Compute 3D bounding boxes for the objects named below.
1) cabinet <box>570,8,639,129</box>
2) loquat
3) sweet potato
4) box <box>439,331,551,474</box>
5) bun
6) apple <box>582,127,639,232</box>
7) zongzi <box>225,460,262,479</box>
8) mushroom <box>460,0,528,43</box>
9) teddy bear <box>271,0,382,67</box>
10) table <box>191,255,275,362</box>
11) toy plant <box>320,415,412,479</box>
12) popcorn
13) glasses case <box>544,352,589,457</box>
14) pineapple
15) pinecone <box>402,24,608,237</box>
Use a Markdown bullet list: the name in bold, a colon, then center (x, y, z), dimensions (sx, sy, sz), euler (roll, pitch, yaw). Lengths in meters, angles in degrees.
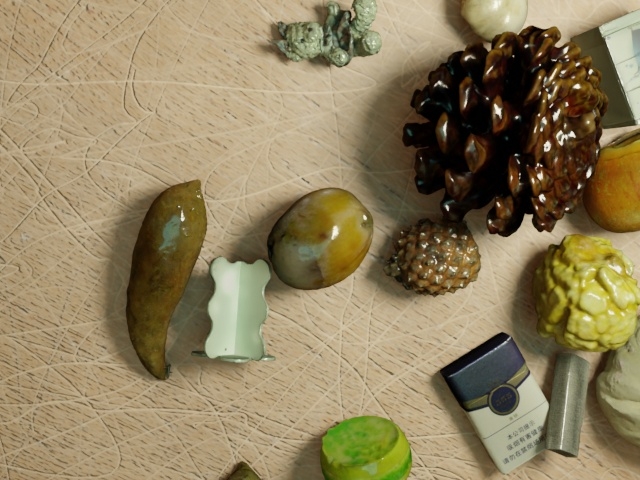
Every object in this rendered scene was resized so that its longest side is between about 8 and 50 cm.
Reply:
- **cabinet**: center (0.632, -0.351, 1.564), dimensions (0.145, 0.150, 0.206), euler (-24, 97, -3)
- **loquat**: center (0.000, 0.000, 1.514), dimensions (0.227, 0.179, 0.179), euler (-41, 99, -18)
- **sweet potato**: center (-0.312, 0.079, 1.526), dimensions (0.130, 0.130, 0.423), euler (12, 101, -7)
- **box**: center (0.386, 0.343, 1.647), dimensions (0.168, 0.071, 0.259), euler (-32, 100, -3)
- **bun**: center (0.777, 0.303, 1.613), dimensions (0.364, 0.219, 0.366), euler (-1, 100, -7)
- **apple**: center (0.643, -0.124, 1.559), dimensions (0.236, 0.237, 0.208), euler (-13, 85, -5)
- **zongzi**: center (-0.162, 0.598, 1.605), dimensions (0.204, 0.094, 0.205), euler (-42, 99, 3)
- **mushroom**: center (0.340, -0.468, 1.541), dimensions (0.154, 0.122, 0.154), euler (3, 86, -44)
- **teddy bear**: center (0.023, -0.400, 1.527), dimensions (0.213, 0.111, 0.133), euler (-5, 75, 18)
- **table**: center (-0.165, 0.132, 1.531), dimensions (0.166, 0.166, 0.199), euler (4, 88, -7)
- **toy plant**: center (0.118, 0.534, 1.609), dimensions (0.224, 0.184, 0.316), euler (-12, 113, 0)
- **popcorn**: center (0.545, 0.110, 1.559), dimensions (0.225, 0.249, 0.249), euler (13, 94, -3)
- **glasses case**: center (0.520, 0.344, 1.626), dimensions (0.070, 0.047, 0.205), euler (26, 66, -28)
- **pineapple**: center (0.218, 0.036, 1.558), dimensions (0.193, 0.166, 0.166), euler (-15, 97, -5)
- **pinecone**: center (0.338, -0.194, 1.456), dimensions (0.397, 0.398, 0.398), euler (-1, 96, -6)
